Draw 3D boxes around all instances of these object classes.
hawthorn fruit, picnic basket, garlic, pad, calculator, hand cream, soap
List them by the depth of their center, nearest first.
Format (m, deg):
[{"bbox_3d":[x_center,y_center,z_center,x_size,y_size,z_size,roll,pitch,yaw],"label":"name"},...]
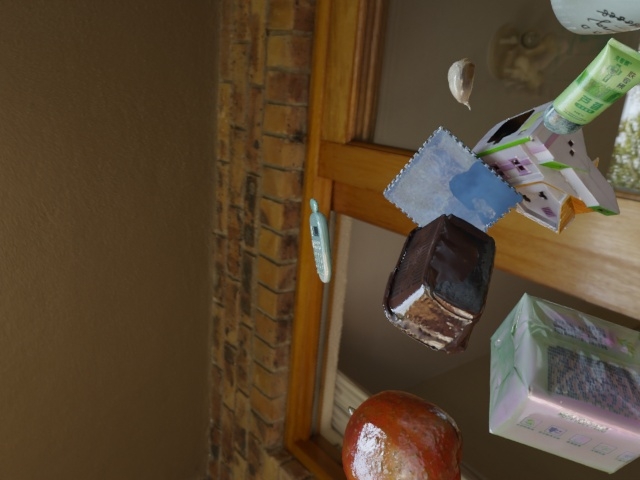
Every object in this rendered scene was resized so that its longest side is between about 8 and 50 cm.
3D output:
[{"bbox_3d":[0.362,0.209,0.753,0.182,0.199,0.138,-71,0,-46],"label":"soap"},{"bbox_3d":[0.435,-0.236,0.818,0.095,0.175,0.046,22,-120,-9],"label":"hand cream"},{"bbox_3d":[0.000,0.000,0.923,0.021,0.095,0.153,-6,-87,-11],"label":"calculator"},{"bbox_3d":[0.277,0.080,1.109,0.222,0.129,0.297,30,-128,-3],"label":"picnic basket"},{"bbox_3d":[0.169,0.465,1.136,0.275,0.299,0.275,-33,-40,-33],"label":"hawthorn fruit"},{"bbox_3d":[0.321,-0.114,1.286,0.012,0.269,0.270,-43,-4,-46],"label":"pad"},{"bbox_3d":[0.433,-0.485,1.569,0.084,0.066,0.152,4,-88,-3],"label":"garlic"}]

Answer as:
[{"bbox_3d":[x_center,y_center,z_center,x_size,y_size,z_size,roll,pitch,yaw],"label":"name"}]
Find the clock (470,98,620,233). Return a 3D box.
[{"bbox_3d":[0.554,-0.159,1.237,0.166,0.235,0.309,-46,-78,-15],"label":"clock"}]

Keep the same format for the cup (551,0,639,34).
[{"bbox_3d":[0.520,-0.461,0.898,0.257,0.234,0.187,-5,-68,-8],"label":"cup"}]

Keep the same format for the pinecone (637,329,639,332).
[{"bbox_3d":[0.756,0.228,0.935,0.242,0.296,0.298,-24,-26,-19],"label":"pinecone"}]
